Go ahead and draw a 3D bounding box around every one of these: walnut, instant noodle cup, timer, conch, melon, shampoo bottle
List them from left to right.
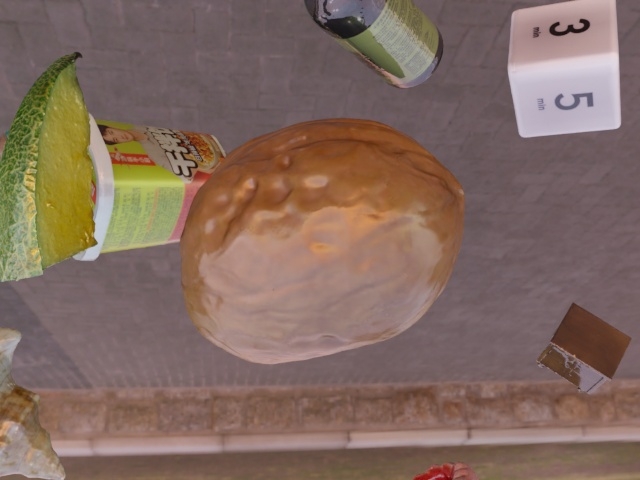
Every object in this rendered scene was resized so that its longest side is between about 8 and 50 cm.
[{"bbox_3d":[-0.495,0.195,0.976,0.386,0.203,0.169,50,149,-16],"label":"conch"},{"bbox_3d":[-0.275,-0.083,0.758,0.053,0.262,0.114,-6,166,41],"label":"melon"},{"bbox_3d":[-0.361,-0.114,1.493,0.307,0.294,0.294,-4,164,-36],"label":"instant noodle cup"},{"bbox_3d":[0.000,0.000,0.964,0.397,0.354,0.308,-16,116,16],"label":"walnut"},{"bbox_3d":[0.051,-0.284,0.878,0.101,0.101,0.283,-15,160,30],"label":"shampoo bottle"},{"bbox_3d":[0.482,-0.338,1.410,0.194,0.192,0.194,-2,142,22],"label":"timer"}]

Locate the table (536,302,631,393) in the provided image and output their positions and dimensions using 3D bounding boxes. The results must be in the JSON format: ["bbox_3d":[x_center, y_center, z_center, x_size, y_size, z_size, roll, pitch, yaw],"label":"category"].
[{"bbox_3d":[0.333,0.144,0.923,0.083,0.070,0.082,32,151,14],"label":"table"}]

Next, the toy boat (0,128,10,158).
[{"bbox_3d":[-0.476,-0.104,1.204,0.099,0.108,0.293,-37,177,-7],"label":"toy boat"}]

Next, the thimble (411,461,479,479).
[{"bbox_3d":[0.191,0.450,1.134,0.189,0.125,0.163,-38,-175,-16],"label":"thimble"}]
